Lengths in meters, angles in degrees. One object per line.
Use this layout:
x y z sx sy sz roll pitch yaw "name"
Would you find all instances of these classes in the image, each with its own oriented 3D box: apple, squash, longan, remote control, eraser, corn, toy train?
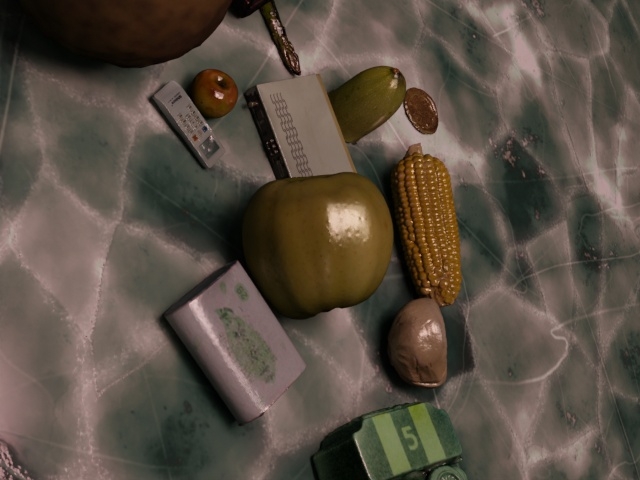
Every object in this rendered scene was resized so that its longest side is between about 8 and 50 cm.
-0.194 -0.266 1.920 0.089 0.074 0.090 19 60 -36 "apple"
0.102 -0.288 2.133 0.123 0.186 0.123 21 55 -32 "squash"
-0.312 -0.469 1.686 0.391 0.391 0.391 18 63 -38 "longan"
-0.235 -0.206 1.891 0.162 0.029 0.061 56 48 -18 "remote control"
-0.141 0.171 1.794 0.174 0.081 0.227 -42 105 -43 "eraser"
0.220 -0.032 2.178 0.130 0.130 0.347 0 76 -43 "corn"
0.000 0.000 1.868 0.279 0.279 0.279 18 63 -38 "apple"
0.131 0.423 1.905 0.299 0.167 0.238 -3 66 -45 "toy train"

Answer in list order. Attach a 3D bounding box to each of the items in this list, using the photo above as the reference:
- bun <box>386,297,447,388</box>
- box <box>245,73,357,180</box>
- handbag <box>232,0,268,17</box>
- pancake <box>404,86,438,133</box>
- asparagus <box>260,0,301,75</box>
0.185 0.203 2.059 0.113 0.167 0.173 -7 65 -1 "bun"
-0.030 -0.183 2.061 0.211 0.045 0.270 -21 89 -45 "box"
-0.107 -0.556 2.045 0.215 0.155 0.169 -35 94 -17 "handbag"
0.226 -0.288 2.366 0.115 0.011 0.115 17 62 -36 "pancake"
-0.076 -0.403 2.115 0.036 0.030 0.165 -28 93 -59 "asparagus"
